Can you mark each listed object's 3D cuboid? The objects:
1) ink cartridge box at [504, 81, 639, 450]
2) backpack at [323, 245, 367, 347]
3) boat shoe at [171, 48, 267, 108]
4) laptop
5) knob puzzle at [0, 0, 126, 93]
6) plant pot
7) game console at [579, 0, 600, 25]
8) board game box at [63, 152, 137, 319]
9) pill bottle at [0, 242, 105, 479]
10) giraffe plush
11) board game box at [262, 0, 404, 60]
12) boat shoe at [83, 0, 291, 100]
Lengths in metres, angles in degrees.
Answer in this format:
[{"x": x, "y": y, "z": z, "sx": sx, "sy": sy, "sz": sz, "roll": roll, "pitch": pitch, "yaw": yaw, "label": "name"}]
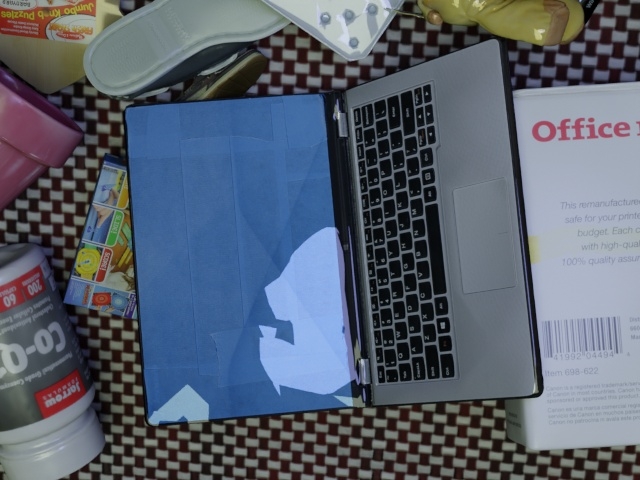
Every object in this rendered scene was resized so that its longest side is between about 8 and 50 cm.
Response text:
[{"x": 0.342, "y": 0.028, "z": 1.384, "sx": 0.279, "sy": 0.160, "sz": 0.385, "roll": -3, "pitch": 85, "yaw": 0, "label": "ink cartridge box"}, {"x": 0.012, "y": 0.067, "z": 1.544, "sx": 0.182, "sy": 0.115, "sz": 0.152, "roll": 33, "pitch": 112, "yaw": -1, "label": "backpack"}, {"x": -0.133, "y": -0.186, "z": 1.509, "sx": 0.152, "sy": 0.056, "sz": 0.049, "roll": -38, "pitch": 67, "yaw": 12, "label": "boat shoe"}, {"x": 0.000, "y": 0.000, "z": 1.370, "sx": 0.408, "sy": 0.236, "sz": 0.382, "roll": -12, "pitch": 81, "yaw": 49, "label": "laptop"}, {"x": -0.329, "y": -0.277, "z": 1.516, "sx": 0.213, "sy": 0.030, "sz": 0.213, "roll": 2, "pitch": 108, "yaw": 6, "label": "knob puzzle"}, {"x": -0.413, "y": -0.113, "z": 1.470, "sx": 0.201, "sy": 0.201, "sz": 0.180, "roll": 37, "pitch": 92, "yaw": -6, "label": "plant pot"}, {"x": 0.345, "y": -0.394, "z": 1.387, "sx": 0.213, "sy": 0.044, "sz": 0.361, "roll": 28, "pitch": 110, "yaw": -2, "label": "game console"}, {"x": -0.235, "y": 0.001, "z": 1.576, "sx": 0.136, "sy": 0.035, "sz": 0.201, "roll": 15, "pitch": 110, "yaw": -15, "label": "board game box"}, {"x": -0.387, "y": 0.160, "z": 1.599, "sx": 0.161, "sy": 0.161, "sz": 0.283, "roll": -15, "pitch": 106, "yaw": 12, "label": "pill bottle"}, {"x": 0.189, "y": -0.311, "z": 1.325, "sx": 0.210, "sy": 0.181, "sz": 0.171, "roll": 9, "pitch": 106, "yaw": -5, "label": "giraffe plush"}, {"x": -0.008, "y": -0.463, "z": 1.367, "sx": 0.390, "sy": 0.050, "sz": 0.390, "roll": 34, "pitch": 98, "yaw": -4, "label": "board game box"}, {"x": -0.136, "y": -0.259, "z": 1.467, "sx": 0.302, "sy": 0.091, "sz": 0.114, "roll": -22, "pitch": 89, "yaw": 3, "label": "boat shoe"}]
